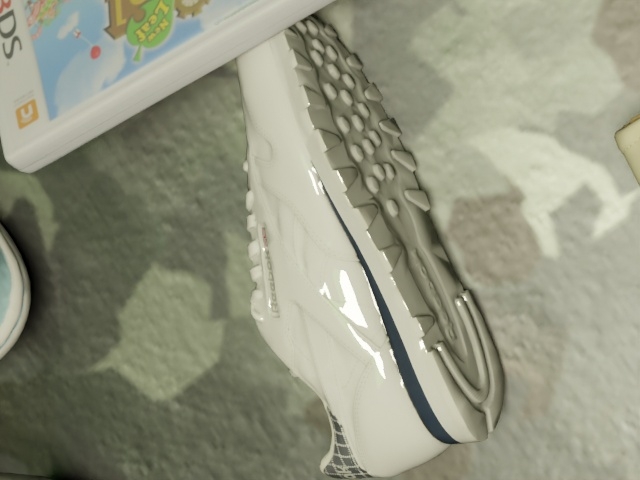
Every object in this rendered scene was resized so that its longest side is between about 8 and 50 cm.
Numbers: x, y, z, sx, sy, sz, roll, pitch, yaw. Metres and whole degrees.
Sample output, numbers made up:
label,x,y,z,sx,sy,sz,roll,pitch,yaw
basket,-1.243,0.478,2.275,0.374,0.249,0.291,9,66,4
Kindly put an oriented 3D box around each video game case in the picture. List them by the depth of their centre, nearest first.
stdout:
label,x,y,z,sx,sy,sz,roll,pitch,yaw
video game case,-0.083,-0.161,0.743,0.212,0.023,0.193,-27,63,19

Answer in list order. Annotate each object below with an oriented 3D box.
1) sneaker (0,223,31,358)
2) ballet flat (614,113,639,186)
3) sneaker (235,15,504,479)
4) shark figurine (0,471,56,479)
label,x,y,z,sx,sy,sz,roll,pitch,yaw
sneaker,-0.303,-0.039,0.761,0.319,0.208,0.127,28,81,15
ballet flat,0.212,-0.103,0.636,0.086,0.086,0.248,46,122,11
sneaker,0.000,0.000,0.735,0.095,0.090,0.235,-24,84,30
shark figurine,-0.085,0.234,0.767,0.166,0.116,0.278,-13,92,19
